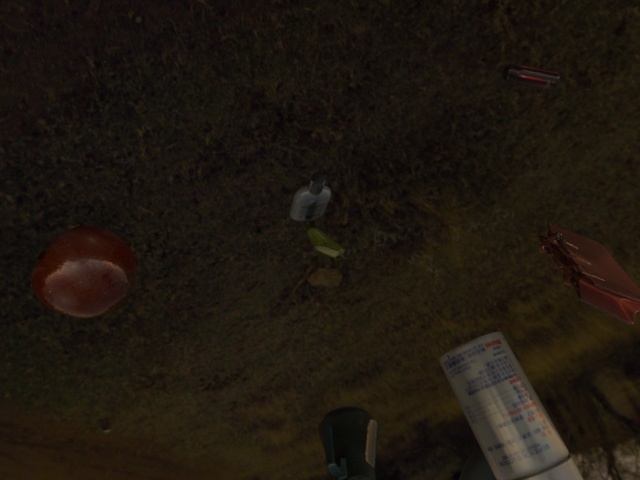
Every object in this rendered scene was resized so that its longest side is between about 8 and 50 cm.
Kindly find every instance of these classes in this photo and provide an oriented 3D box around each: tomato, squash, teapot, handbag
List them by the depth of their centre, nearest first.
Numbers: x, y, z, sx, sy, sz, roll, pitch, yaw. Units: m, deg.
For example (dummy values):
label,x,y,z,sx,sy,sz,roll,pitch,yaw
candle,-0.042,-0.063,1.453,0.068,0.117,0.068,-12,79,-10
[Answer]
label,x,y,z,sx,sy,sz,roll,pitch,yaw
handbag,0.534,0.058,0.895,0.158,0.212,0.059,20,122,-12
teapot,0.076,0.573,1.204,0.171,0.225,0.203,-31,122,17
tomato,-0.651,0.093,1.272,0.265,0.264,0.264,-16,150,-10
squash,-0.001,0.003,1.797,0.075,0.200,0.090,-52,159,3

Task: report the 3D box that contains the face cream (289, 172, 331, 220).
label,x,y,z,sx,sy,sz,roll,pitch,yaw
face cream,-0.034,-0.158,1.683,0.144,0.070,0.291,-10,161,-13

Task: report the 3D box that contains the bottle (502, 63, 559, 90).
label,x,y,z,sx,sy,sz,roll,pitch,yaw
bottle,0.662,-0.519,1.423,0.165,0.060,0.060,10,145,-2

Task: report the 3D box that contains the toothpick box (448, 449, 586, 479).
label,x,y,z,sx,sy,sz,roll,pitch,yaw
toothpick box,0.456,0.613,1.002,0.355,0.262,0.263,9,164,30

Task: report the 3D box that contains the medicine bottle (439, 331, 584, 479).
label,x,y,z,sx,sy,sz,roll,pitch,yaw
medicine bottle,0.339,0.338,0.776,0.131,0.340,0.130,-18,153,-9
